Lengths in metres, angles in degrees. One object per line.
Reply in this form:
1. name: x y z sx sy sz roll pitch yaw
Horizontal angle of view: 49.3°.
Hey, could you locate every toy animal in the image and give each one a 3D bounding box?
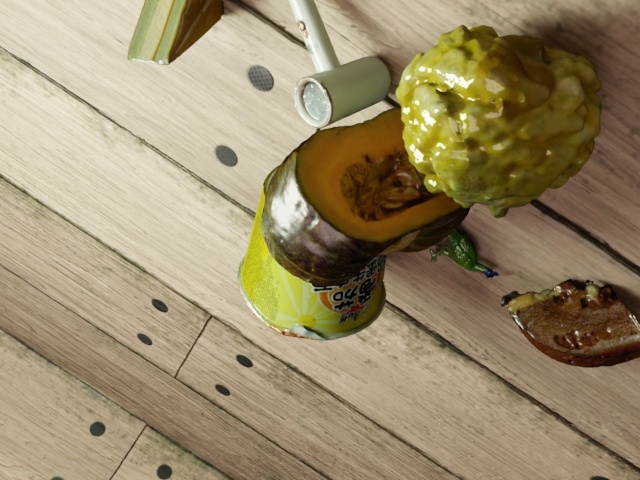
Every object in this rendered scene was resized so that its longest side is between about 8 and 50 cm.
1. toy animal: 0.200 -0.006 1.147 0.217 0.041 0.075 47 136 -11

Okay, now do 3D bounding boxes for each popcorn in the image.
1. popcorn: 0.216 -0.159 0.862 0.249 0.225 0.249 5 135 5

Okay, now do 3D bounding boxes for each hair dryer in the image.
1. hair dryer: -0.001 -0.283 0.958 0.073 0.131 0.237 -16 101 54

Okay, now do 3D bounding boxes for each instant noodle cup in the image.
1. instant noodle cup: 0.000 0.000 1.134 0.264 0.264 0.200 21 129 13

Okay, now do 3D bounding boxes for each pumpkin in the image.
1. pumpkin: 0.062 -0.079 0.971 0.222 0.317 0.139 60 153 16

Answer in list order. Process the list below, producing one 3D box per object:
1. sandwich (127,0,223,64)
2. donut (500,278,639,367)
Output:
1. sandwich: -0.214 -0.335 0.977 0.079 0.163 0.114 12 135 22
2. donut: 0.401 0.144 1.105 0.186 0.144 0.126 -19 144 14
